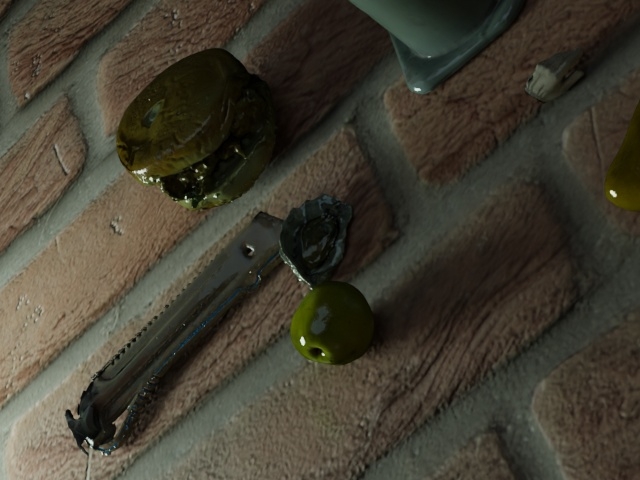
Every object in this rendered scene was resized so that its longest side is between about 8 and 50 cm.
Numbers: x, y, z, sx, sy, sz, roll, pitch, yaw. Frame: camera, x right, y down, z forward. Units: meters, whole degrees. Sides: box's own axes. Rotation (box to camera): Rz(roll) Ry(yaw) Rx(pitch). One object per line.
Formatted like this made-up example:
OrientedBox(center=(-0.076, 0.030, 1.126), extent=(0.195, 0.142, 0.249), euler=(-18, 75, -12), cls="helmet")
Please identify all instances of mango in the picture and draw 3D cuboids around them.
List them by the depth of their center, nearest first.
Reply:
OrientedBox(center=(0.320, -0.093, 1.501), extent=(0.161, 0.076, 0.103), euler=(-53, 43, 12), cls="mango")

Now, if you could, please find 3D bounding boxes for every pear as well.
OrientedBox(center=(0.016, 0.085, 1.709), extent=(0.092, 0.092, 0.097), euler=(-11, 42, 43), cls="pear")

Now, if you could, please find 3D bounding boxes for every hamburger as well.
OrientedBox(center=(-0.144, -0.135, 1.998), extent=(0.189, 0.122, 0.215), euler=(-48, 35, 3), cls="hamburger")

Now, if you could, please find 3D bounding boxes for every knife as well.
OrientedBox(center=(-0.159, 0.108, 1.919), extent=(0.365, 0.043, 0.089), euler=(-46, 73, 12), cls="knife")

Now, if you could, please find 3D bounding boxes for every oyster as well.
OrientedBox(center=(0.000, 0.000, 1.828), extent=(0.100, 0.037, 0.098), euler=(-42, 56, -12), cls="oyster")

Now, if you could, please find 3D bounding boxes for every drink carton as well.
OrientedBox(center=(0.097, -0.309, 1.803), extent=(0.191, 0.189, 0.185), euler=(-38, 37, 23), cls="drink carton")

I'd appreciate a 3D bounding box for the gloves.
OrientedBox(center=(0.236, -0.164, 1.675), extent=(0.044, 0.037, 0.081), euler=(41, 93, 16), cls="gloves")
